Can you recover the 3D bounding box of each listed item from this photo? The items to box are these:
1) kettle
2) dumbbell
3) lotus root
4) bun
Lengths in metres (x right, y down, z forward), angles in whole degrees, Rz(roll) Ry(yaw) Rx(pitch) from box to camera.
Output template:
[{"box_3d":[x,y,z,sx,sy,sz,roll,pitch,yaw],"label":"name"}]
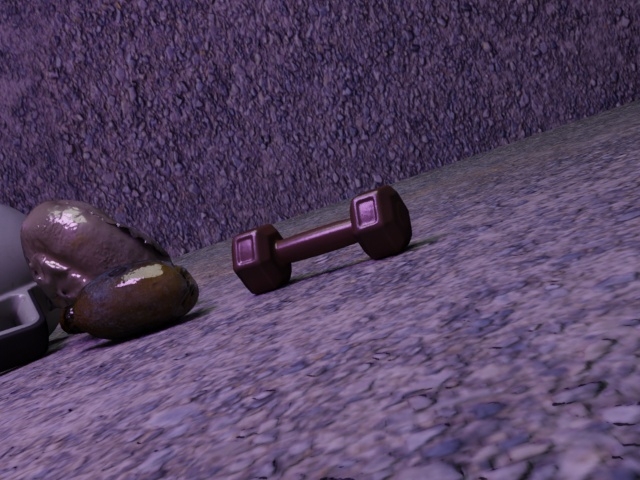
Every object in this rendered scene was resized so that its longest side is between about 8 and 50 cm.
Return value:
[{"box_3d":[-0.558,0.119,1.504,0.361,0.250,0.377,15,22,24],"label":"kettle"},{"box_3d":[0.000,0.000,1.266,0.231,0.092,0.082,-17,-23,24],"label":"dumbbell"},{"box_3d":[-0.250,0.081,1.306,0.192,0.088,0.113,-19,-12,13],"label":"lotus root"},{"box_3d":[-0.327,0.042,1.451,0.239,0.239,0.141,-12,45,61],"label":"bun"}]
